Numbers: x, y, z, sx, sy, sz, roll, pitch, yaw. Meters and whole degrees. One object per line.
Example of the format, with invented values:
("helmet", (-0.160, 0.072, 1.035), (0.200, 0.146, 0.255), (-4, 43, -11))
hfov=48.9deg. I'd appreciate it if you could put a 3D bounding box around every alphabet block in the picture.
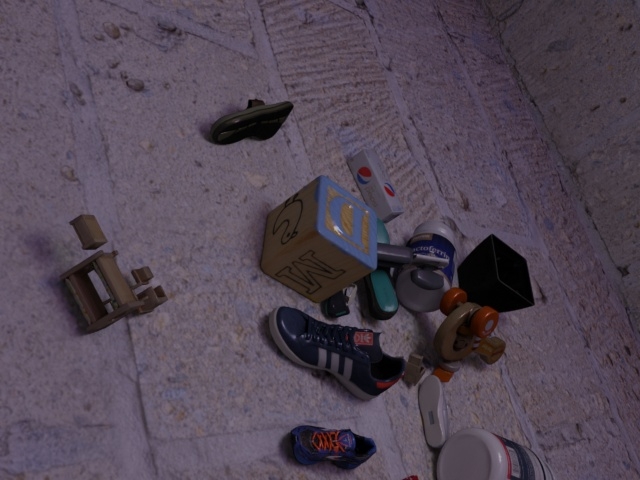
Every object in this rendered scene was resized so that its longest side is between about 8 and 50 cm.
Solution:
("alphabet block", (0.000, 0.000, 1.659), (0.193, 0.197, 0.192), (34, 40, -28))

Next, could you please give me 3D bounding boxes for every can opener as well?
("can opener", (0.202, 0.057, 1.785), (0.281, 0.074, 0.093), (13, 61, -20))

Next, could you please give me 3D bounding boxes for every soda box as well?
("soda box", (0.163, -0.161, 2.086), (0.069, 0.074, 0.216), (-5, 67, -51))

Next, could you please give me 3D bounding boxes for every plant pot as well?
("plant pot", (0.540, 0.127, 2.223), (0.187, 0.167, 0.188), (32, 41, -29))

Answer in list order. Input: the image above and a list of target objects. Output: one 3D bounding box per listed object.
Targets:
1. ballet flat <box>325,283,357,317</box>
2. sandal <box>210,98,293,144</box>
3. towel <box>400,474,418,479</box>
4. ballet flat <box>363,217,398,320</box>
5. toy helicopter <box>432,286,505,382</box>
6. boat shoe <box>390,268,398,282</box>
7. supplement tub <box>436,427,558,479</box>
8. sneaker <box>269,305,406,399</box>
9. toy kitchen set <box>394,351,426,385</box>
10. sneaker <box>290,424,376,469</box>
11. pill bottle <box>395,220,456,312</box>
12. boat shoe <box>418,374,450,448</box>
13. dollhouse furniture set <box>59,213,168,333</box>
("ballet flat", (0.059, 0.107, 1.748), (0.074, 0.074, 0.203), (36, 41, -26))
("sandal", (-0.172, -0.318, 1.789), (0.086, 0.120, 0.303), (49, 34, 14))
("towel", (0.155, 0.626, 1.487), (0.275, 0.031, 0.198), (-1, 65, -48))
("ballet flat", (0.138, 0.079, 1.849), (0.095, 0.096, 0.280), (2, 65, -16))
("toy helicopter", (0.416, 0.291, 1.942), (0.140, 0.235, 0.355), (34, 2, 41))
("boat shoe", (0.192, 0.083, 1.956), (0.040, 0.049, 0.142), (62, 32, -26))
("supplement tub", (0.432, 0.576, 1.710), (0.272, 0.191, 0.191), (29, 43, -34))
("sneaker", (0.049, 0.230, 1.575), (0.350, 0.148, 0.131), (33, 41, -28))
("toy kitchen set", (0.231, 0.310, 1.801), (0.068, 0.083, 0.075), (20, 28, 22))
("sneaker", (0.027, 0.416, 1.453), (0.221, 0.087, 0.083), (20, 48, -40))
("pill bottle", (0.306, 0.067, 2.006), (0.153, 0.153, 0.264), (44, 36, -16))
("boat shoe", (0.297, 0.434, 1.781), (0.063, 0.066, 0.184), (33, 39, -44))
("dollhouse furniture set", (-0.388, 0.059, 1.276), (0.181, 0.101, 0.161), (61, 11, 7))
